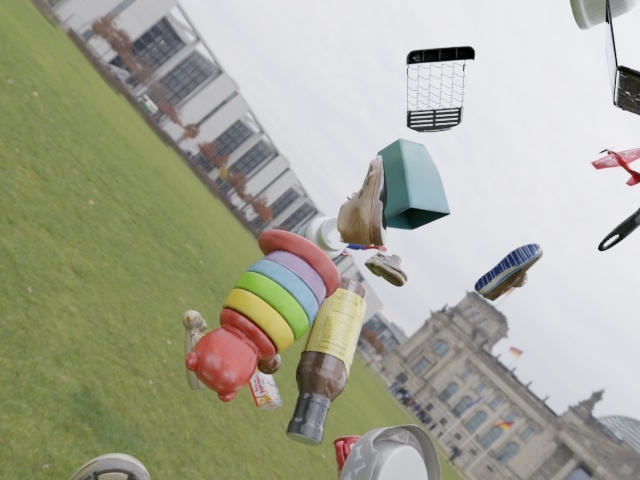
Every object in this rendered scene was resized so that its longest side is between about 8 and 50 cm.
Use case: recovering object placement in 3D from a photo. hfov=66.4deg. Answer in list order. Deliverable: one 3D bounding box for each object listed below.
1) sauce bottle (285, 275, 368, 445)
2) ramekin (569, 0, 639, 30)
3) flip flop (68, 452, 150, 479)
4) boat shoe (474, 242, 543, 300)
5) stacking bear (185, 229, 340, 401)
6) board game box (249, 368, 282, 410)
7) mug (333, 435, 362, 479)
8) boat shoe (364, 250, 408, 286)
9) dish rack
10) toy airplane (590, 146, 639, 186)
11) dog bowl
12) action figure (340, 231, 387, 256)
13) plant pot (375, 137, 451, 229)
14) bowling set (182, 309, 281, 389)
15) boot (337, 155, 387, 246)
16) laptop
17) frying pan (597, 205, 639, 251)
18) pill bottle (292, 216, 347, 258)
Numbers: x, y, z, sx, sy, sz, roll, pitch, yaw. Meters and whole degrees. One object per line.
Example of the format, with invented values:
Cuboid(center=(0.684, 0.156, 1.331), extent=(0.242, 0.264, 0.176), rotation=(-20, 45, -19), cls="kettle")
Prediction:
Cuboid(center=(0.012, 0.242, 1.016), extent=(0.112, 0.344, 0.111), rotation=(14, -33, 9), cls="sauce bottle")
Cuboid(center=(0.712, -0.681, 1.224), extent=(0.127, 0.272, 0.273), rotation=(-1, -40, 40), cls="ramekin")
Cuboid(center=(-0.289, 0.330, 0.528), extent=(0.112, 0.277, 0.080), rotation=(37, 3, -27), cls="flip flop")
Cuboid(center=(0.461, 0.078, 1.174), extent=(0.066, 0.183, 0.066), rotation=(40, 29, -15), cls="boat shoe")
Cuboid(center=(-0.107, 0.136, 0.857), extent=(0.175, 0.289, 0.164), rotation=(51, -30, -20), cls="stacking bear")
Cuboid(center=(-0.167, 0.353, 1.317), extent=(0.146, 0.045, 0.193), rotation=(73, -7, -65), cls="board game box")
Cuboid(center=(0.089, 0.737, 1.592), extent=(0.150, 0.113, 0.169), rotation=(23, 44, -29), cls="mug")
Cuboid(center=(0.242, 0.085, 1.715), extent=(0.095, 0.095, 0.257), rotation=(49, -8, -22), cls="boat shoe")
Cuboid(center=(0.368, -0.471, 1.548), extent=(0.074, 0.209, 0.271), rotation=(-91, 177, -61), cls="dish rack")
Cuboid(center=(0.744, -0.181, 1.188), extent=(0.151, 0.151, 0.028), rotation=(44, -23, 40), cls="toy airplane")
Cuboid(center=(0.168, 0.620, 1.180), extent=(0.102, 0.348, 0.348), rotation=(-9, -47, 40), cls="dog bowl")
Cuboid(center=(0.127, 0.009, 1.725), extent=(0.281, 0.091, 0.139), rotation=(-1, -7, 40), cls="action figure")
Cuboid(center=(0.253, -0.171, 1.459), extent=(0.165, 0.166, 0.234), rotation=(-27, -115, 51), cls="plant pot")
Cuboid(center=(-0.197, 0.230, 1.073), extent=(0.287, 0.200, 0.154), rotation=(134, -53, -69), cls="bowling set")
Cuboid(center=(0.107, -0.107, 1.208), extent=(0.305, 0.115, 0.112), rotation=(-77, 156, -45), cls="boot")
Cuboid(center=(0.705, -0.370, 1.047), extent=(0.264, 0.136, 0.234), rotation=(35, 12, 28), cls="laptop")
Cuboid(center=(0.711, -0.097, 0.963), extent=(0.197, 0.326, 0.053), rotation=(17, 27, -6), cls="frying pan")
Cuboid(center=(0.000, 0.000, 1.421), extent=(0.124, 0.124, 0.221), rotation=(49, -25, -10), cls="pill bottle")
